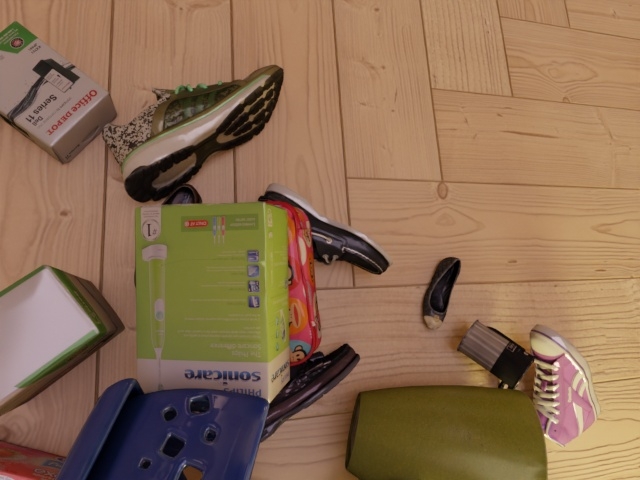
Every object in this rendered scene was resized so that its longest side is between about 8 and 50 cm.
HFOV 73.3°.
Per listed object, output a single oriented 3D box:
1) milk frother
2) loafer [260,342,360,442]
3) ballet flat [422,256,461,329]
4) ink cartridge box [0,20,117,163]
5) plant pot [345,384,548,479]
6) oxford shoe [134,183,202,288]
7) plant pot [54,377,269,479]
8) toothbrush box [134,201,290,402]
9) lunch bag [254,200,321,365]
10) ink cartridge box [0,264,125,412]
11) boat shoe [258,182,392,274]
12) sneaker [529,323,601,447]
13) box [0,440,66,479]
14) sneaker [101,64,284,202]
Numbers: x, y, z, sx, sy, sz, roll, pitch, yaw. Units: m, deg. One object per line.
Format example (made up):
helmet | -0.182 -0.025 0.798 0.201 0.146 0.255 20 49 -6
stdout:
milk frother | 0.366 0.268 0.932 0.134 0.129 0.143 34 101 30
loafer | -0.064 0.275 0.800 0.302 0.109 0.095 -33 84 -17
ballet flat | 0.268 0.114 0.957 0.057 0.049 0.173 23 73 -9
ink cartridge box | -0.517 -0.270 0.799 0.208 0.087 0.153 37 71 -6
plant pot | 0.201 0.383 0.789 0.293 0.275 0.275 12 74 4
oxford shoe | -0.291 -0.005 0.799 0.082 0.096 0.228 18 80 -11
plant pot | -0.202 0.321 0.549 0.211 0.236 0.236 15 52 -1
toothbrush box | -0.161 0.089 0.664 0.205 0.122 0.284 -2 87 11
lunch bag | -0.137 0.083 0.783 0.257 0.120 0.294 -8 88 10
ink cartridge box | -0.422 0.152 0.633 0.201 0.278 0.117 -39 93 -20
boat shoe | 0.000 0.000 0.880 0.302 0.114 0.091 29 71 5
sneaker | 0.497 0.327 0.924 0.161 0.102 0.282 -35 104 -14
box | -0.408 0.423 0.646 0.299 0.142 0.154 21 73 -11
sneaker | -0.248 -0.262 0.851 0.410 0.158 0.182 -40 82 -22
